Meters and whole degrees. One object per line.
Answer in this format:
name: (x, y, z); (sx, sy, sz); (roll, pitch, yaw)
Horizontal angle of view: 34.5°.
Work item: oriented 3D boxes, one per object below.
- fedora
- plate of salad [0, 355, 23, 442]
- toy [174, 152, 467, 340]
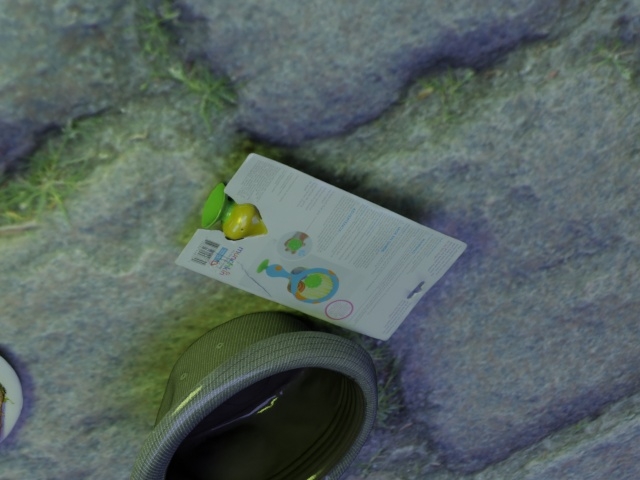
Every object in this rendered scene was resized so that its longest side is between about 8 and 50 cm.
fedora: (-0.079, 0.175, 1.023); (0.275, 0.124, 0.244); (-49, 133, 10)
plate of salad: (-0.373, 0.162, 0.939); (0.200, 0.048, 0.199); (-12, 133, -13)
toy: (0.000, 0.000, 0.953); (0.237, 0.056, 0.137); (20, 123, -30)
